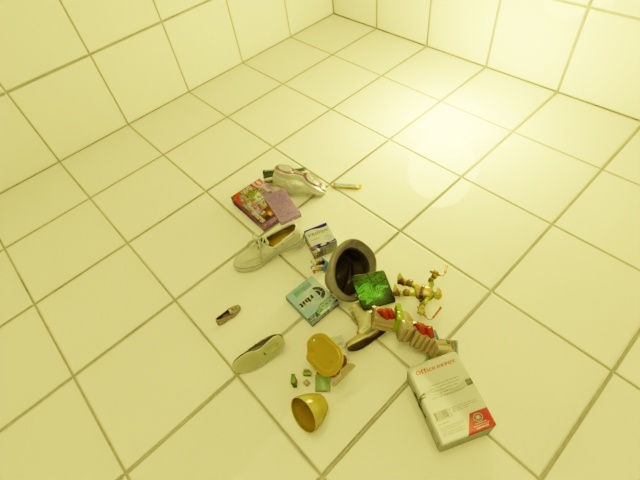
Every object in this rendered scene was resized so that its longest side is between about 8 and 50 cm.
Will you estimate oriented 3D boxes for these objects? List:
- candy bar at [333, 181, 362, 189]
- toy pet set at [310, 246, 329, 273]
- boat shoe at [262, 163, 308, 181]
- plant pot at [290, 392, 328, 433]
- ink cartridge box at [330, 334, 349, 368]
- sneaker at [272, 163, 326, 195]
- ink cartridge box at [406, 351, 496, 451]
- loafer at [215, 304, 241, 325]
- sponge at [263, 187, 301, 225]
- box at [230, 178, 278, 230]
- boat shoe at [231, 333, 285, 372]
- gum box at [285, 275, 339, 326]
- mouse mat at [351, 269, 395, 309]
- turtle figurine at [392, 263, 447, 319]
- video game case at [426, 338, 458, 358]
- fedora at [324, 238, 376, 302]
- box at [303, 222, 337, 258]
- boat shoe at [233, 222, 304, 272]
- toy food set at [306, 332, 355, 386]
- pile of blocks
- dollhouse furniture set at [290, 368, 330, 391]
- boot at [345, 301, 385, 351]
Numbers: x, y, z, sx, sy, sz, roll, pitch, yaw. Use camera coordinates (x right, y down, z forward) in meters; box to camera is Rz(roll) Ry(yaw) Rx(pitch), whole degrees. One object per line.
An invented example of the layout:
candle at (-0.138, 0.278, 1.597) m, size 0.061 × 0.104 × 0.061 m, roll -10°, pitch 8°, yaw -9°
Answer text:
candy bar at (0.144, -0.296, 2.258) m, size 0.161 × 0.018 × 0.040 m, roll 6°, pitch 52°, yaw 12°
toy pet set at (0.000, 0.101, 1.900) m, size 0.065 × 0.114 × 0.122 m, roll -11°, pitch 51°, yaw 11°
boat shoe at (-0.198, -0.383, 2.322) m, size 0.254 × 0.095 × 0.079 m, roll -12°, pitch 86°, yaw 7°
plant pot at (-0.028, 0.607, 1.503) m, size 0.095 × 0.134 × 0.134 m, roll -18°, pitch 46°, yaw -41°
ink cartridge box at (0.060, 0.449, 1.652) m, size 0.088 × 0.052 × 0.123 m, roll -14°, pitch 50°, yaw -1°
sneaker at (-0.117, -0.301, 2.250) m, size 0.304 × 0.152 × 0.114 m, roll 22°, pitch 39°, yaw -3°
ink cartridge box at (0.448, 0.562, 1.467) m, size 0.196 × 0.114 × 0.273 m, roll -18°, pitch 52°, yaw -5°
loafer at (-0.404, 0.323, 1.825) m, size 0.125 × 0.039 × 0.045 m, roll -38°, pitch 55°, yaw -21°
sponge at (-0.195, -0.174, 2.127) m, size 0.117 × 0.031 × 0.210 m, roll -26°, pitch 55°, yaw -14°
box at (-0.313, -0.196, 2.216) m, size 0.200 × 0.057 × 0.293 m, roll -38°, pitch 56°, yaw -22°
boat shoe at (-0.251, 0.456, 1.689) m, size 0.232 × 0.084 × 0.079 m, roll -31°, pitch 16°, yaw -8°
gum box at (-0.037, 0.262, 1.822) m, size 0.156 × 0.041 × 0.184 m, roll -36°, pitch 56°, yaw -20°
mouse mat at (0.227, 0.208, 1.769) m, size 0.189 × 0.007 × 0.153 m, roll -8°, pitch 69°, yaw -32°
turtle figurine at (0.429, 0.204, 1.773) m, size 0.217 × 0.087 × 0.270 m, roll 14°, pitch 63°, yaw 24°
video game case at (0.479, 0.428, 1.636) m, size 0.121 × 0.011 × 0.087 m, roll 4°, pitch 52°, yaw 11°
fedora at (0.112, 0.138, 1.813) m, size 0.124 × 0.243 × 0.276 m, roll -17°, pitch 47°, yaw 55°
box at (0.000, 0.000, 2.007) m, size 0.126 × 0.072 × 0.137 m, roll -22°, pitch 51°, yaw -10°
boat shoe at (-0.260, 0.018, 1.959) m, size 0.366 × 0.157 × 0.136 m, roll -24°, pitch 52°, yaw -1°
toy food set at (0.038, 0.450, 1.585) m, size 0.217 × 0.071 × 0.128 m, roll 39°, pitch 92°, yaw 36°
pile of blocks at (0.365, 0.331, 1.619) m, size 0.361 × 0.113 × 0.149 m, roll 27°, pitch 42°, yaw 15°
dollhouse furniture set at (-0.035, 0.533, 1.593) m, size 0.151 × 0.059 × 0.076 m, roll -2°, pitch 52°, yaw 7°
boot at (0.158, 0.344, 1.706) m, size 0.213 × 0.077 × 0.165 m, roll -27°, pitch 53°, yaw -22°
